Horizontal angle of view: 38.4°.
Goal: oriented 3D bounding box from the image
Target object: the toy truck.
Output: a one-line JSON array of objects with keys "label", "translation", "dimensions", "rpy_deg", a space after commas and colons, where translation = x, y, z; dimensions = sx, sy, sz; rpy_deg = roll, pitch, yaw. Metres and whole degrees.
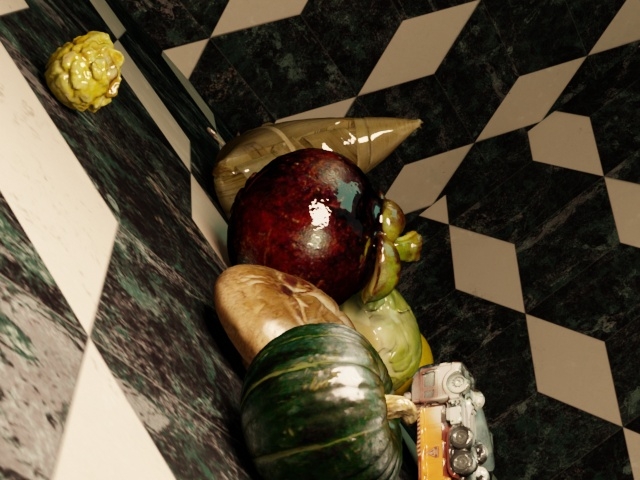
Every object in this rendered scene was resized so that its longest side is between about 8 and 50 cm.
[{"label": "toy truck", "translation": [0.231, 0.364, 1.689], "dimensions": [0.114, 0.135, 0.270], "rpy_deg": [49, 35, -47]}]

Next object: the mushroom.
[{"label": "mushroom", "translation": [-0.032, 0.139, 1.228], "dimensions": [0.278, 0.146, 0.278], "rpy_deg": [44, 7, -7]}]

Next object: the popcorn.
[{"label": "popcorn", "translation": [-0.336, -0.239, 1.326], "dimensions": [0.120, 0.116, 0.106], "rpy_deg": [-120, -171, -62]}]

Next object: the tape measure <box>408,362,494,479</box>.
[{"label": "tape measure", "translation": [0.270, 0.392, 1.895], "dimensions": [0.256, 0.147, 0.275], "rpy_deg": [77, -1, -46]}]

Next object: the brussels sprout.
[{"label": "brussels sprout", "translation": [0.092, 0.182, 1.749], "dimensions": [0.244, 0.244, 0.244], "rpy_deg": [52, 4, -5]}]

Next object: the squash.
[{"label": "squash", "translation": [0.007, 0.191, 0.987], "dimensions": [0.218, 0.172, 0.218], "rpy_deg": [51, 7, -8]}]

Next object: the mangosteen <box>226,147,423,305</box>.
[{"label": "mangosteen", "translation": [-0.012, -0.007, 1.622], "dimensions": [0.330, 0.330, 0.330], "rpy_deg": [52, 4, -5]}]

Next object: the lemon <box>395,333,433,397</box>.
[{"label": "lemon", "translation": [0.161, 0.270, 2.042], "dimensions": [0.178, 0.178, 0.203], "rpy_deg": [54, 7, 19]}]

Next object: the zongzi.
[{"label": "zongzi", "translation": [-0.023, -0.202, 2.167], "dimensions": [0.500, 0.467, 0.218], "rpy_deg": [-119, -168, -74]}]
